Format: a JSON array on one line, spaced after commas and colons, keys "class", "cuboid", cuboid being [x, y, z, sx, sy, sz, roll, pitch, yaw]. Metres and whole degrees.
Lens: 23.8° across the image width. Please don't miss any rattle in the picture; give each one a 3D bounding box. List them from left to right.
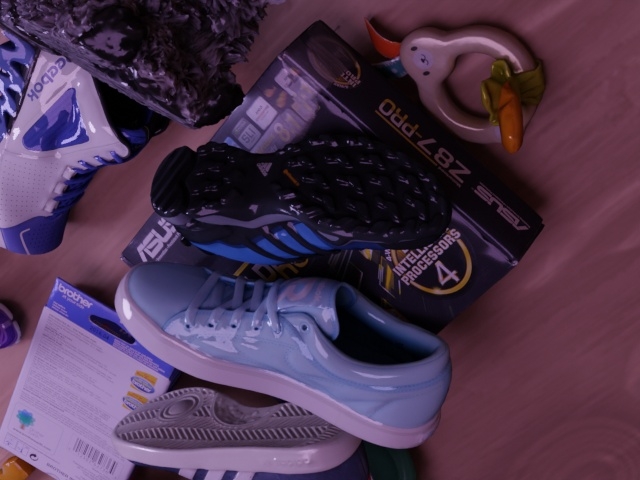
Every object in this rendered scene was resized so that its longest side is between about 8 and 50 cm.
[{"class": "rattle", "cuboid": [0.113, -0.149, 1.506, 0.200, 0.142, 0.130, 25, 141, 4]}]

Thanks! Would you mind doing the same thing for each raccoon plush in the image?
[{"class": "raccoon plush", "cuboid": [-0.182, -0.315, 1.486, 0.446, 0.216, 0.299, 28, 86, 24]}]

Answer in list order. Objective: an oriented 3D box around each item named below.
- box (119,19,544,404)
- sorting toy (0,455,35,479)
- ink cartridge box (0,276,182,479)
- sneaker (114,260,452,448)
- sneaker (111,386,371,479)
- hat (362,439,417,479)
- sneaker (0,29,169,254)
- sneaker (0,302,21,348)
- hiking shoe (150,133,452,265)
[{"class": "box", "cuboid": [0.000, 0.000, 1.639, 0.318, 0.097, 0.395, 44, 133, -1]}, {"class": "sorting toy", "cuboid": [-0.542, 0.342, 2.132, 0.229, 0.041, 0.307, 48, 125, -5]}, {"class": "ink cartridge box", "cuboid": [-0.286, 0.188, 1.916, 0.186, 0.065, 0.311, 30, 128, 6]}, {"class": "sneaker", "cuboid": [-0.031, 0.078, 1.568, 0.366, 0.135, 0.150, 20, 130, 3]}, {"class": "sneaker", "cuboid": [-0.092, 0.264, 1.745, 0.350, 0.131, 0.148, 2, 123, 39]}, {"class": "hat", "cuboid": [0.034, 0.307, 1.859, 0.173, 0.183, 0.208, 43, 94, 12]}, {"class": "sneaker", "cuboid": [-0.275, -0.107, 1.712, 0.182, 0.127, 0.315, 22, 122, 16]}, {"class": "sneaker", "cuboid": [-0.458, 0.130, 1.960, 0.170, 0.071, 0.068, -16, 108, 30]}, {"class": "hiking shoe", "cuboid": [-0.011, -0.033, 1.510, 0.304, 0.113, 0.132, 7, 155, 19]}]
